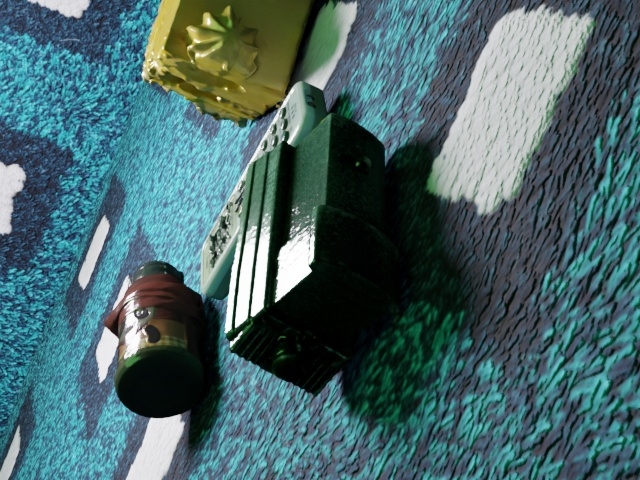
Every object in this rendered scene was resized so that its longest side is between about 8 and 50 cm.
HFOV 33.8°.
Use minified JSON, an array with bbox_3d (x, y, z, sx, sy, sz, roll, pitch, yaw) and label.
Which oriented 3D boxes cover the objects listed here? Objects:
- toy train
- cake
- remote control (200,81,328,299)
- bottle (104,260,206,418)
[{"bbox_3d":[0.000,0.000,1.146,0.178,0.138,0.330,-42,30,35],"label":"toy train"},{"bbox_3d":[-0.142,-0.340,1.708,0.286,0.222,0.227,-18,56,65],"label":"cake"},{"bbox_3d":[-0.080,-0.064,1.496,0.335,0.066,0.128,-57,25,30],"label":"remote control"},{"bbox_3d":[-0.254,0.141,1.618,0.271,0.156,0.143,-105,15,-53],"label":"bottle"}]
